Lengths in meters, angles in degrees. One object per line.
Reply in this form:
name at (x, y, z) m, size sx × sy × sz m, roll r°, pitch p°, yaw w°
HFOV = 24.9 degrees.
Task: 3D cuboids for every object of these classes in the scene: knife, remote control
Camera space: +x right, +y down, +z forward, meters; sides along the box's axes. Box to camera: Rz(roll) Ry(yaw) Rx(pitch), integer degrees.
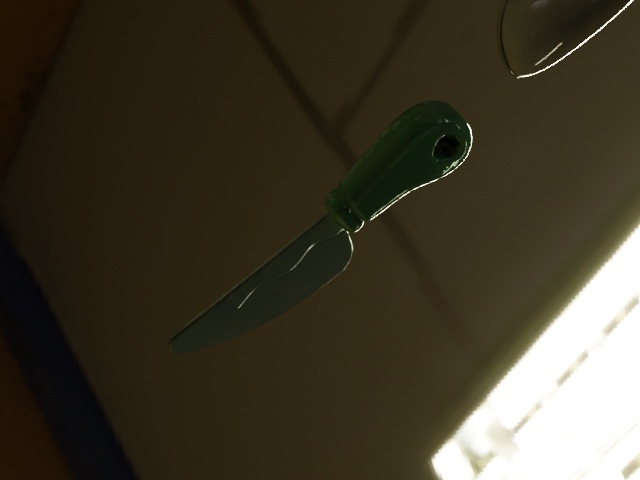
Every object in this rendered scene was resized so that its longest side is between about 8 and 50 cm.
knife at (0.001, 0.000, 1.005) m, size 0.260 × 0.063 × 0.034 m, roll -42°, pitch -133°, yaw 12°
remote control at (0.203, -0.188, 0.974) m, size 0.044 × 0.229 × 0.073 m, roll 28°, pitch -30°, yaw 46°
